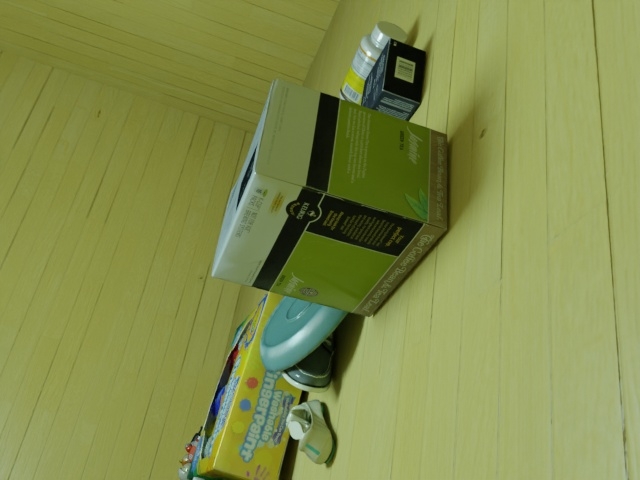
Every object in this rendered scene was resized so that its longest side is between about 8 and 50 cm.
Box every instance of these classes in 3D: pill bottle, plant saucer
[{"bbox_3d":[0.136,-0.433,1.721,0.117,0.117,0.215,-85,17,-47],"label":"pill bottle"},{"bbox_3d":[-0.029,0.148,1.501,0.317,0.044,0.317,-43,17,16],"label":"plant saucer"}]

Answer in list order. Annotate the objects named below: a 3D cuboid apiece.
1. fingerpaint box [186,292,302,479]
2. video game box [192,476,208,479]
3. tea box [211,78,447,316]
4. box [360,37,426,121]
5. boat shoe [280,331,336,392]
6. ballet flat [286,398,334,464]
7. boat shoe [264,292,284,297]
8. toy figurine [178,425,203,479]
[{"bbox_3d":[-0.174,0.401,1.760,0.371,0.163,0.444,133,157,-61],"label":"fingerpaint box"},{"bbox_3d":[-0.185,0.583,1.533,0.187,0.205,0.048,148,140,-73],"label":"video game box"},{"bbox_3d":[0.011,-0.058,1.222,0.329,0.324,0.219,123,160,-52],"label":"tea box"},{"bbox_3d":[0.156,-0.331,1.529,0.158,0.093,0.155,127,157,-58],"label":"box"},{"bbox_3d":[-0.022,0.223,1.515,0.319,0.116,0.099,-91,16,-72],"label":"boat shoe"},{"bbox_3d":[-0.030,0.376,1.403,0.248,0.086,0.086,-159,86,-79],"label":"ballet flat"},{"bbox_3d":[-0.154,0.194,2.313,0.068,0.072,0.189,-97,26,-65],"label":"boat shoe"},{"bbox_3d":[-0.302,0.651,1.981,0.148,0.213,0.209,-61,9,-12],"label":"toy figurine"}]
